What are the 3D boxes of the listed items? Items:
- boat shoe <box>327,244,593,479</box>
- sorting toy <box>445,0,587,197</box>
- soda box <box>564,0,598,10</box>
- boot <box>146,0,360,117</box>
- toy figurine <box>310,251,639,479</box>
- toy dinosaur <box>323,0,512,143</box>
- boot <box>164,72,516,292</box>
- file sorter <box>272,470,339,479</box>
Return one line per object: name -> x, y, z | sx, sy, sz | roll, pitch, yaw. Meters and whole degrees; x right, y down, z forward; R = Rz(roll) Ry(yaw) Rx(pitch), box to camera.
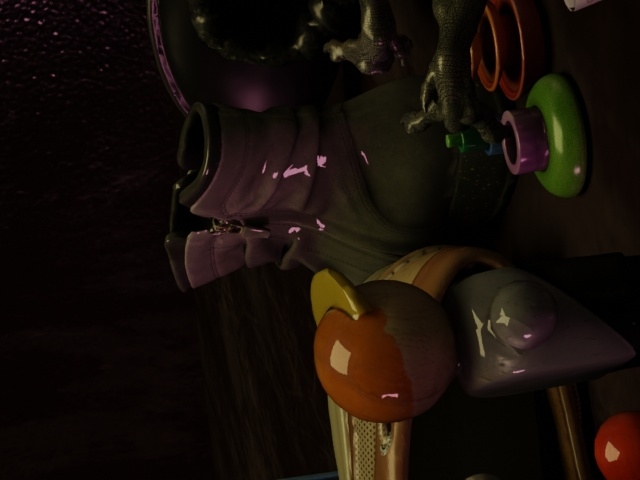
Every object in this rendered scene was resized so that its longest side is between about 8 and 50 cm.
boat shoe -> 0.068, 0.155, 0.707 | 0.120, 0.123, 0.323 | 128, 133, -71
sorting toy -> 0.075, -0.057, 0.690 | 0.061, 0.042, 0.102 | 93, 165, -54
soda box -> 0.066, -0.176, 0.471 | 0.069, 0.074, 0.216 | 49, -157, -57
boot -> -0.029, -0.153, 0.973 | 0.260, 0.131, 0.348 | -111, 15, -53
toy figurine -> 0.071, 0.121, 0.541 | 0.209, 0.148, 0.213 | -113, 16, -54
toy dinosaur -> 0.035, -0.104, 0.595 | 0.268, 0.064, 0.118 | -95, 4, -60
boot -> 0.000, 0.000, 0.836 | 0.246, 0.161, 0.083 | 94, 165, -55
file sorter -> 0.013, 0.257, 1.170 | 0.104, 0.118, 0.170 | 97, 163, -47
